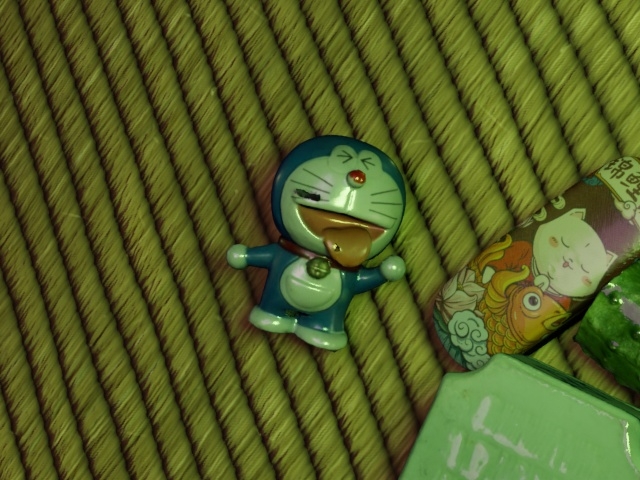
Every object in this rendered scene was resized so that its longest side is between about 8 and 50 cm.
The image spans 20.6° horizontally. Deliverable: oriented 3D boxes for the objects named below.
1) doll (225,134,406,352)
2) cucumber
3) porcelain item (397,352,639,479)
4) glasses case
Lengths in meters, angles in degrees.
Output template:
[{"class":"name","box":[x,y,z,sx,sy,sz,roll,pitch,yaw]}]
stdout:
[{"class":"doll","box":[0.000,0.000,2.106,0.215,0.161,0.256,15,99,2]},{"class":"cucumber","box":[0.395,0.134,1.887,0.134,0.134,0.244,-48,65,11]},{"class":"porcelain item","box":[0.234,0.284,1.918,0.286,0.157,0.281,23,93,29]},{"class":"glasses case","box":[0.268,0.030,1.996,0.321,0.082,0.122,-38,62,16]}]
